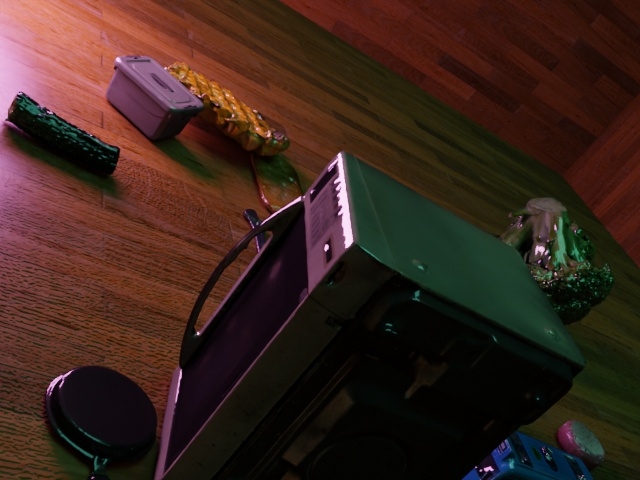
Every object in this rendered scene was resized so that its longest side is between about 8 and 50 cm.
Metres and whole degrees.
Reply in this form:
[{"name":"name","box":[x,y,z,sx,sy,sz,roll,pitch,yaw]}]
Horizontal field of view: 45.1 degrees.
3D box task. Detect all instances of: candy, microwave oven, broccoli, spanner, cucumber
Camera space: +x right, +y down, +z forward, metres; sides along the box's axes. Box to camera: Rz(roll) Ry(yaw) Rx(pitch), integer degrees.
[{"name":"candy","box":[0.528,0.414,1.564,0.103,0.043,0.103,32,27,-18]},{"name":"microwave oven","box":[0.033,0.156,0.881,0.333,0.394,0.247,27,26,-24]},{"name":"broccoli","box":[0.509,0.064,1.838,0.413,0.310,0.321,-6,58,-30]},{"name":"spanner","box":[-0.111,0.005,1.416,0.046,0.012,0.208,24,29,-30]},{"name":"cucumber","box":[-0.413,-0.168,1.243,0.187,0.058,0.058,31,25,-22]}]

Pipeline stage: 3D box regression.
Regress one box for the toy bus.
[{"name":"toy bus","box":[0.316,0.378,1.215,0.246,0.134,0.113,27,26,-27]}]

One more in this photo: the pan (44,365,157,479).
[{"name":"pan","box":[-0.234,0.223,0.836,0.136,0.028,0.235,24,28,-28]}]

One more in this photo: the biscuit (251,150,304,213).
[{"name":"biscuit","box":[-0.088,-0.116,1.641,0.118,0.029,0.247,18,31,-26]}]

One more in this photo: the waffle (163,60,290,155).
[{"name":"waffle","box":[-0.205,-0.279,1.671,0.329,0.062,0.329,35,12,-9]}]

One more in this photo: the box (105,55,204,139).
[{"name":"box","box":[-0.327,-0.272,1.494,0.172,0.093,0.124,42,25,9]}]
